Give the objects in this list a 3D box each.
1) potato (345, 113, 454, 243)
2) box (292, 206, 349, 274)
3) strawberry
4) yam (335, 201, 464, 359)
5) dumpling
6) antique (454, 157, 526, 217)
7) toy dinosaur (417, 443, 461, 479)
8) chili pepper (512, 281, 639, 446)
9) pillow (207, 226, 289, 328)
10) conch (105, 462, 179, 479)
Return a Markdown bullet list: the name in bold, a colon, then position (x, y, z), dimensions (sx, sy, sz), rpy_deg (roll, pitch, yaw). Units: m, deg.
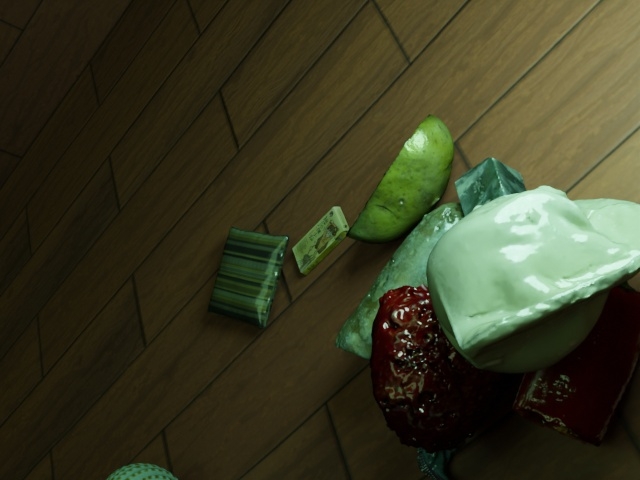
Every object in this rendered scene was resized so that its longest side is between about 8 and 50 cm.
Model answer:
- **potato**: position (0.167, -0.094, 1.587), dimensions (0.111, 0.160, 0.271), rpy_deg (34, 107, 7)
- **box**: position (0.000, 0.000, 1.810), dimensions (0.149, 0.020, 0.073), rpy_deg (-45, 45, 26)
- **strawberry**: position (0.198, 0.181, 1.333), dimensions (0.220, 0.274, 0.274), rpy_deg (-24, 56, 23)
- **yam**: position (0.164, 0.078, 1.517), dimensions (0.330, 0.133, 0.133), rpy_deg (-57, 41, 7)
- **dumpling**: position (0.305, 0.033, 1.172), dimensions (0.316, 0.233, 0.395), rpy_deg (-19, 15, 14)
- **antique**: position (0.297, -0.046, 1.439), dimensions (0.088, 0.086, 0.183), rpy_deg (-36, 50, 33)
- **toy dinosaur**: position (0.192, 0.349, 1.425), dimensions (0.080, 0.045, 0.197), rpy_deg (-58, 32, 29)
- **chili pepper**: position (0.397, 0.115, 1.228), dimensions (0.135, 0.131, 0.338), rpy_deg (13, 78, 51)
- **pillow**: position (-0.164, 0.079, 1.938), dimensions (0.208, 0.052, 0.212), rpy_deg (10, 84, 48)
- **conch**: position (-0.392, 0.631, 1.842), dimensions (0.319, 0.215, 0.302), rpy_deg (132, 154, -73)
